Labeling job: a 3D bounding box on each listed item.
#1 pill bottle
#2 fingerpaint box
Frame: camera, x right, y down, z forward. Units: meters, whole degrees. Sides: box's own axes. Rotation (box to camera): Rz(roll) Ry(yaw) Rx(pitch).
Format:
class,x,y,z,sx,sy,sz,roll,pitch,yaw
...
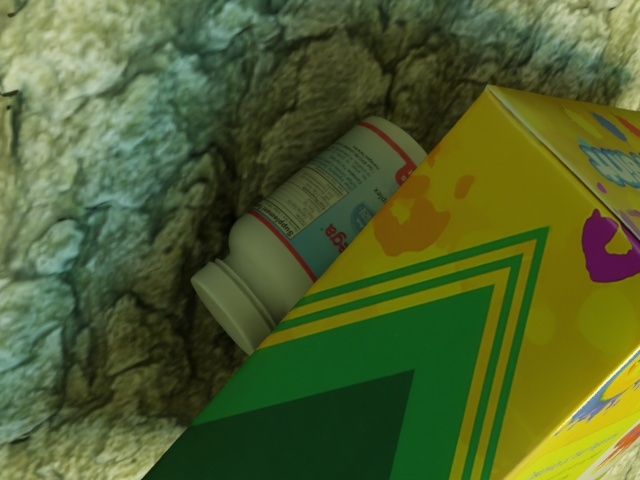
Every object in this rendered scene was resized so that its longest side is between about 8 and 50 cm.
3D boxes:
class,x,y,z,sx,sy,sz,roll,pitch,yaw
pill bottle,0.000,0.000,0.946,0.160,0.087,0.087,-39,147,-11
fingerpaint box,0.117,0.091,0.992,0.371,0.163,0.445,-49,161,21
